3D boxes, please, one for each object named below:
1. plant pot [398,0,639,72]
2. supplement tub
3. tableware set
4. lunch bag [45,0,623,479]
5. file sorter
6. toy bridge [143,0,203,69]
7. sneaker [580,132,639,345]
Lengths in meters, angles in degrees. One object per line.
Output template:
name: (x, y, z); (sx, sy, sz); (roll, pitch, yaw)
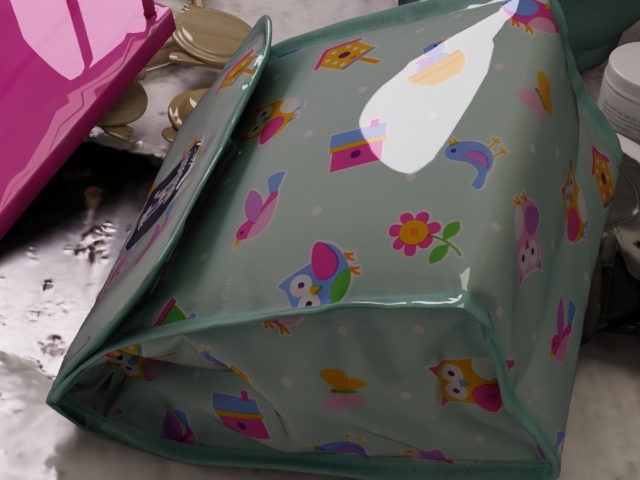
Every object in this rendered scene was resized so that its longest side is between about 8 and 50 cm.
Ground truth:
plant pot: (0.155, -0.245, 1.199); (0.293, 0.196, 0.293); (5, 35, -4)
supplement tub: (0.207, -0.064, 1.027); (0.071, 0.107, 0.071); (5, 35, -3)
tableware set: (-0.111, -0.116, 1.093); (0.141, 0.020, 0.169); (11, 41, -11)
lunch bag: (0.000, 0.000, 0.823); (0.262, 0.160, 0.223); (-4, 46, 28)
file sorter: (-0.275, -0.174, 0.989); (0.290, 0.182, 0.202); (22, 57, 21)
toy bridge: (-0.121, -0.159, 1.177); (0.063, 0.026, 0.188); (20, 37, 14)
sneaker: (0.189, 0.036, 0.895); (0.147, 0.105, 0.296); (-20, 37, -30)
